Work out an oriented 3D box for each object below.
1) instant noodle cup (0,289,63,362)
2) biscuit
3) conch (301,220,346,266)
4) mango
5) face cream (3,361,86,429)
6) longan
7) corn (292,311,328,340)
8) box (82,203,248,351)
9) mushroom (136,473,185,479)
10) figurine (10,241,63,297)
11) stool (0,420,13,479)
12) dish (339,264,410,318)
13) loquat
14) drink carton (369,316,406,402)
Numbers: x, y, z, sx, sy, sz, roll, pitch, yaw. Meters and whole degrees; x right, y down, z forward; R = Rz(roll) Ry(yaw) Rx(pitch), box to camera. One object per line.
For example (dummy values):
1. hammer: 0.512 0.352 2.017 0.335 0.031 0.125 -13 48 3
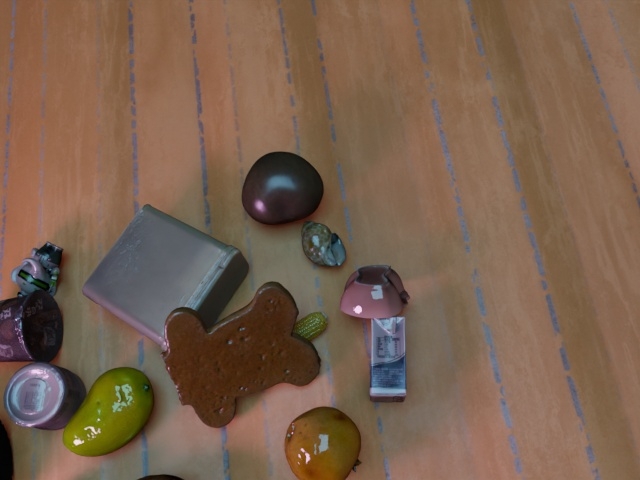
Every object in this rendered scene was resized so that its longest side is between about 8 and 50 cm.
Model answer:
1. instant noodle cup: -0.893 0.258 1.901 0.208 0.217 0.217 -7 68 8
2. biscuit: -0.228 0.298 1.808 0.394 0.076 0.368 -25 108 -8
3. conch: -0.001 0.014 1.988 0.173 0.106 0.116 45 57 0
4. mango: -0.574 0.481 1.821 0.185 0.149 0.273 30 79 7
5. face cream: -0.771 0.438 1.847 0.177 0.153 0.177 -2 70 4
6. longan: -0.112 -0.155 1.998 0.246 0.215 0.245 -7 74 25
7. corn: -0.067 0.275 1.909 0.206 0.067 0.067 -32 70 -6
8. box: -0.454 0.114 1.940 0.344 0.177 0.351 29 74 15
9. mushroom: -0.405 0.772 1.675 0.345 0.239 0.345 2 80 -14
10. figurine: -0.859 0.098 2.005 0.147 0.126 0.192 29 85 -6
11. stool: -1.043 0.618 1.731 0.330 0.297 0.297 -15 69 2
12. dish: 0.154 0.133 1.873 0.214 0.213 0.090 -5 113 2
13. loquat: 0.009 0.542 1.733 0.208 0.208 0.208 -1 69 3
14. drink carton: 0.186 0.330 1.833 0.102 0.134 0.222 -1 68 6
